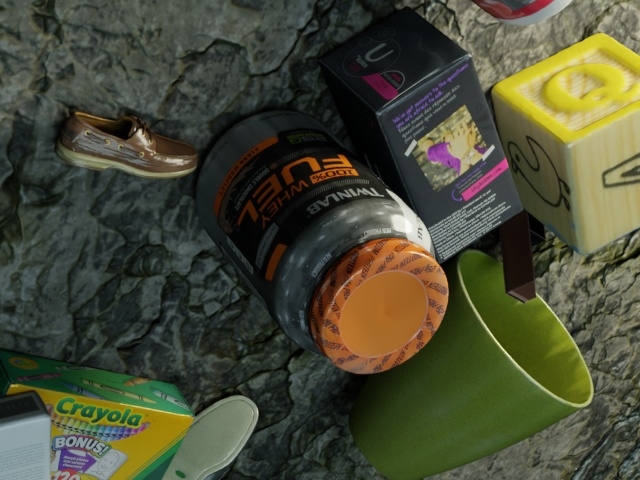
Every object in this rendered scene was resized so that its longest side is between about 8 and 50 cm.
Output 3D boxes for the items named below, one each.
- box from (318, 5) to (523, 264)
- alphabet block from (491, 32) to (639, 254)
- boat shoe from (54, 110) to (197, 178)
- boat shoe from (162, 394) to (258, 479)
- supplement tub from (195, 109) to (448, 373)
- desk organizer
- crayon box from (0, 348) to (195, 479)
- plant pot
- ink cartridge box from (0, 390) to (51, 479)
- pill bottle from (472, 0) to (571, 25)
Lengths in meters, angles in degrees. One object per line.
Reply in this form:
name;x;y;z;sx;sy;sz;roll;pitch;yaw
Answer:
box;0.129;-0.131;1.771;0.143;0.165;0.270;-32;130;-8
alphabet block;0.370;-0.133;1.896;0.193;0.192;0.197;-28;129;-14
boat shoe;-0.222;-0.114;1.645;0.178;0.064;0.060;6;118;-30
boat shoe;-0.173;0.312;1.960;0.233;0.084;0.079;-51;169;-1
supplement tub;0.000;0.000;1.667;0.207;0.338;0.207;-15;126;-22
desk organizer;0.291;0.018;1.984;0.050;0.130;0.047;-26;141;36
crayon box;-0.323;0.251;1.813;0.278;0.081;0.165;16;111;-36
plant pot;0.188;0.208;1.993;0.275;0.275;0.293;27;120;-39
ink cartridge box;-0.462;0.319;1.676;0.275;0.060;0.239;-11;125;-28
pill bottle;0.168;-0.395;1.614;0.318;0.176;0.176;28;103;-39
